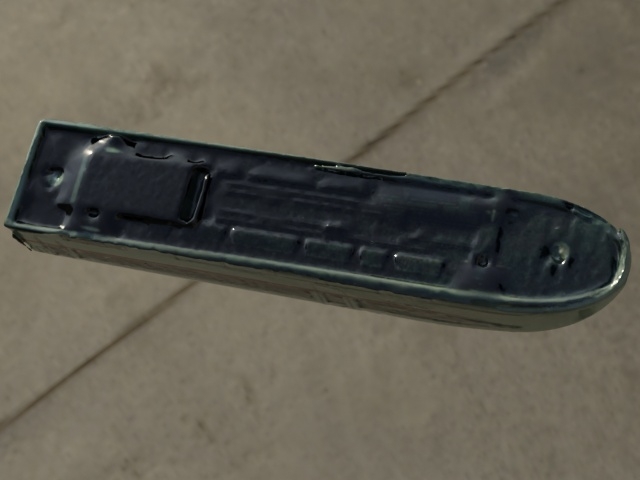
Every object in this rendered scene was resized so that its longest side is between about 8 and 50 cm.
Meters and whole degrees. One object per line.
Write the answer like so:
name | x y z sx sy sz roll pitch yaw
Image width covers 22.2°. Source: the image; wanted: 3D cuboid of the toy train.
toy train | 0.000 0.000 1.073 0.407 0.088 0.086 10 69 15
